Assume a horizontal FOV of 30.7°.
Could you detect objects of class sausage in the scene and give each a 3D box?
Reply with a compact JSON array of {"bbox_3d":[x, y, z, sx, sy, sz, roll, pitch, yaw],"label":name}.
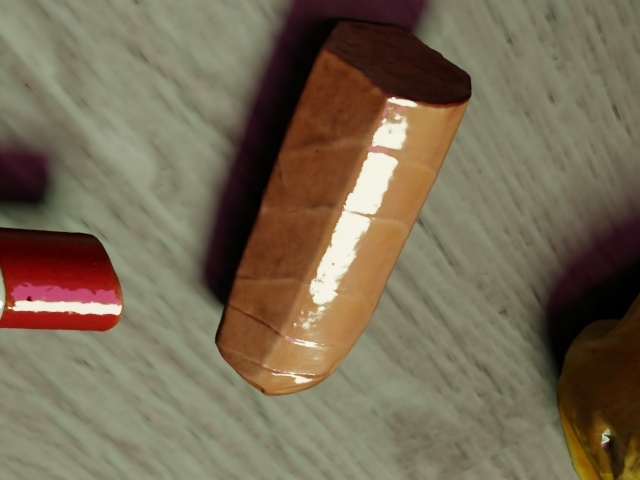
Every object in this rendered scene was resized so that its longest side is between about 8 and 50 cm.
[{"bbox_3d":[0.000,0.000,0.462,0.065,0.065,0.169,5,126,-26],"label":"sausage"}]

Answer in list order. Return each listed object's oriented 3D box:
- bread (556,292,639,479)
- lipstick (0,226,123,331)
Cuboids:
[{"bbox_3d":[0.265,0.060,0.575,0.294,0.132,0.167,-28,133,3],"label":"bread"},{"bbox_3d":[-0.200,0.006,0.373,0.274,0.068,0.061,4,120,-25],"label":"lipstick"}]
